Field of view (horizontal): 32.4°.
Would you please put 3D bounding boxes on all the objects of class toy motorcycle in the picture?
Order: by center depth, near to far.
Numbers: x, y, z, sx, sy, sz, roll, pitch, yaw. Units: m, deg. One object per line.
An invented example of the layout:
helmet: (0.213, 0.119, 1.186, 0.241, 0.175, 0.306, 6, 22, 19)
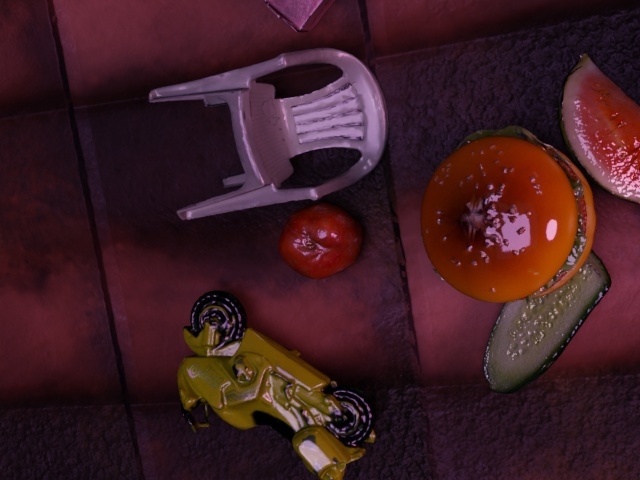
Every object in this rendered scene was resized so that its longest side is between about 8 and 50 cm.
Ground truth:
toy motorcycle: (-0.087, 0.241, 1.663, 0.342, 0.142, 0.206, 34, 111, 11)

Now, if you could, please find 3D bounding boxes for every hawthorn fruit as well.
hawthorn fruit: (0.000, 0.000, 1.599, 0.128, 0.128, 0.128, 4, 102, 18)

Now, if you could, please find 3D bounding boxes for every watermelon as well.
watermelon: (0.395, -0.132, 1.478, 0.119, 0.063, 0.245, -37, 87, 8)

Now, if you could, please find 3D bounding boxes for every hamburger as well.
hamburger: (0.234, -0.031, 1.462, 0.246, 0.170, 0.246, 0, 91, 33)

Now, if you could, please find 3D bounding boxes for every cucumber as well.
cucumber: (0.311, 0.111, 1.543, 0.115, 0.063, 0.244, 45, 113, 29)

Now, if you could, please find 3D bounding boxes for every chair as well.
chair: (-0.066, -0.158, 1.568, 0.275, 0.190, 0.203, -7, 100, 27)

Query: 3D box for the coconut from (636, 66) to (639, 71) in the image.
coconut: (0.522, -0.224, 1.330, 0.230, 0.227, 0.227, 28, 108, 12)

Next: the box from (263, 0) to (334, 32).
box: (-0.017, -0.385, 1.557, 0.111, 0.060, 0.156, 44, 108, 6)
